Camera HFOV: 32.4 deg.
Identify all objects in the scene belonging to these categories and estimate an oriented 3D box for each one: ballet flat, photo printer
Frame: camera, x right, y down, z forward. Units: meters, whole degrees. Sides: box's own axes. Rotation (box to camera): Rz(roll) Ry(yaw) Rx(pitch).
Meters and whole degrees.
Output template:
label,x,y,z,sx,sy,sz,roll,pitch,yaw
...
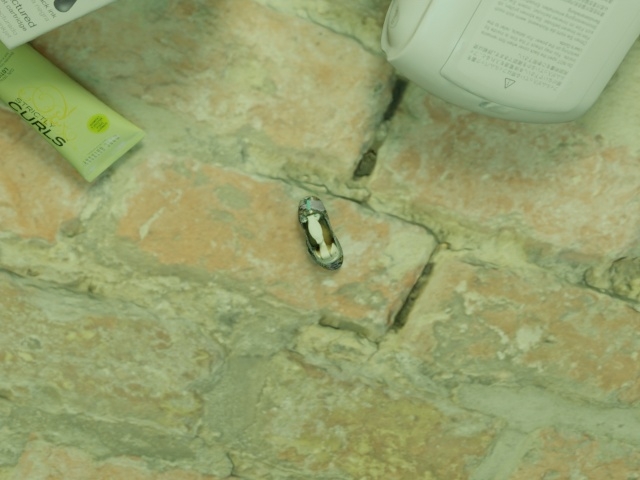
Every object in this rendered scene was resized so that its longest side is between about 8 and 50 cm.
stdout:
label,x,y,z,sx,sy,sz,roll,pitch,yaw
ballet flat,0.000,0.000,1.329,0.041,0.041,0.114,-17,124,6
photo printer,0.221,-0.266,1.120,0.256,0.107,0.307,14,122,-24

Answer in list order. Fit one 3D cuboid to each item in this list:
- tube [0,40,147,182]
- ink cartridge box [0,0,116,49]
label,x,y,z,sx,sy,sz,roll,pitch,yaw
tube,-0.302,-0.160,1.181,0.070,0.062,0.240,-2,144,47
ink cartridge box,-0.224,-0.324,1.005,0.273,0.114,0.198,-18,125,24
